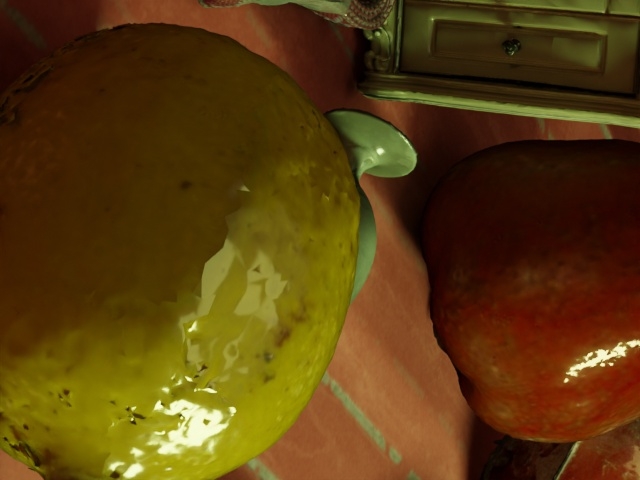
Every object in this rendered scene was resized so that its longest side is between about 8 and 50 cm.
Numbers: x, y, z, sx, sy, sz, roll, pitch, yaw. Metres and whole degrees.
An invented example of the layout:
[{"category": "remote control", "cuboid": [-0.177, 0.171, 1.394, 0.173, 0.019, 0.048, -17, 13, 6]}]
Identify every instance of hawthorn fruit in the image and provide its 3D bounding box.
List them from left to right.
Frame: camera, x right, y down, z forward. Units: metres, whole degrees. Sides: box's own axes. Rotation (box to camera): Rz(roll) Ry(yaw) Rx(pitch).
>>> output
[{"category": "hawthorn fruit", "cuboid": [0.232, 0.039, 1.645, 0.295, 0.311, 0.295, 16, 64, -35]}]

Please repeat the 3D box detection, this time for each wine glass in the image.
[{"category": "wine glass", "cuboid": [0.000, 0.000, 1.428, 0.202, 0.093, 0.093, -66, 148, -28]}]

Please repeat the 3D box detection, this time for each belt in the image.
[{"category": "belt", "cuboid": [-0.015, -0.202, 1.380, 0.232, 0.053, 0.071, -4, 111, -60]}]

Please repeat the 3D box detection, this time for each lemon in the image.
[{"category": "lemon", "cuboid": [-0.106, 0.015, 1.083, 0.258, 0.257, 0.310, 55, 46, -52]}]

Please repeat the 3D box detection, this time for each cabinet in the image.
[{"category": "cabinet", "cuboid": [0.210, -0.270, 1.511, 0.227, 0.289, 0.318, -15, 111, -58]}]

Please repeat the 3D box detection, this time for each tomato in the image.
[{"category": "tomato", "cuboid": [0.269, 0.239, 1.830, 0.214, 0.155, 0.181, -57, -168, 9]}]
